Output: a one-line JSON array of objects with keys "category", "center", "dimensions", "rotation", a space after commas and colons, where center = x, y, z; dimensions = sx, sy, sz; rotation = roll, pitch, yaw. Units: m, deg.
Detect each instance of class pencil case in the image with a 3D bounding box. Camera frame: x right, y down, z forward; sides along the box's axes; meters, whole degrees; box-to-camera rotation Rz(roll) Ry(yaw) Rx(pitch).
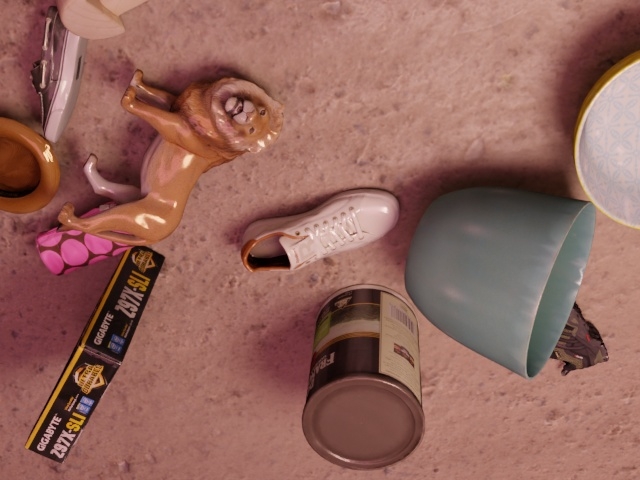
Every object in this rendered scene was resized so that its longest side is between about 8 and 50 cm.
[{"category": "pencil case", "center": [-0.407, -0.012, 1.453], "dimensions": [0.209, 0.095, 0.098], "rotation": [-24, 150, 15]}]

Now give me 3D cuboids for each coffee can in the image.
[{"category": "coffee can", "center": [0.079, 0.234, 1.445], "dimensions": [0.201, 0.275, 0.202], "rotation": [2, 120, 4]}]

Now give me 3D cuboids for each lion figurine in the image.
[{"category": "lion figurine", "center": [-0.246, -0.117, 1.333], "dimensions": [0.240, 0.142, 0.392], "rotation": [29, 112, -18]}]

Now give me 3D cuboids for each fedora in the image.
[{"category": "fedora", "center": [-0.523, -0.139, 1.395], "dimensions": [0.194, 0.079, 0.194], "rotation": [6, 123, 10]}]

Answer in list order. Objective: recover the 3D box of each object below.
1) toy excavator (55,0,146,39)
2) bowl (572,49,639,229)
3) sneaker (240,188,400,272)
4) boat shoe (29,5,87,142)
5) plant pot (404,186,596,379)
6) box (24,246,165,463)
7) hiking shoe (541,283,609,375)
[{"category": "toy excavator", "center": [-0.161, -0.445, 1.076], "dimensions": [0.432, 0.222, 0.445], "rotation": [-17, 164, -11]}, {"category": "bowl", "center": [0.516, -0.176, 1.241], "dimensions": [0.289, 0.156, 0.289], "rotation": [2, 120, 3]}, {"category": "sneaker", "center": [0.000, 0.000, 1.408], "dimensions": [0.290, 0.123, 0.106], "rotation": [-17, 115, 13]}, {"category": "boat shoe", "center": [-0.428, -0.267, 1.320], "dimensions": [0.070, 0.078, 0.219], "rotation": [17, 112, -6]}, {"category": "plant pot", "center": [0.278, 0.046, 1.321], "dimensions": [0.235, 0.293, 0.293], "rotation": [19, 124, 26]}, {"category": "box", "center": [-0.386, 0.184, 1.430], "dimensions": [0.079, 0.322, 0.257], "rotation": [29, 119, -13]}, {"category": "hiking shoe", "center": [0.428, 0.164, 1.485], "dimensions": [0.114, 0.086, 0.227], "rotation": [-34, 113, 18]}]
